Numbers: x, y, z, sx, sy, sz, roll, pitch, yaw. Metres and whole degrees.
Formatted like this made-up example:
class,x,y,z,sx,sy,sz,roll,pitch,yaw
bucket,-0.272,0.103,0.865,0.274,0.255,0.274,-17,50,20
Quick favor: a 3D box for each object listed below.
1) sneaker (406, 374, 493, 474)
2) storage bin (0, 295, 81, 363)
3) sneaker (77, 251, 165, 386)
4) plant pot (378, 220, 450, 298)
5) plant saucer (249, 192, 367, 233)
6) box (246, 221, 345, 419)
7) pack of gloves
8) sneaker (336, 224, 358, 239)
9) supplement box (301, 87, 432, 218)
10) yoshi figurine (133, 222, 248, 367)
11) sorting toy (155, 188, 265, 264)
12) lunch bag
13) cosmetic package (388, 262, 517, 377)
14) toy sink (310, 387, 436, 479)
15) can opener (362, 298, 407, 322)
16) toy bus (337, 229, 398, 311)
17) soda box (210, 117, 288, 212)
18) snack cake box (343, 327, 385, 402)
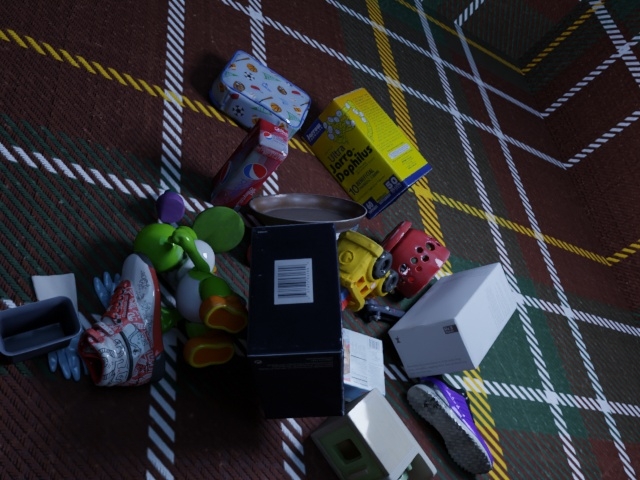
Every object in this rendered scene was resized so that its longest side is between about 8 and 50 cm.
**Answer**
class,x,y,z,sx,sy,sz,roll,pitch,yaw
sneaker,0.371,0.472,1.592,0.293,0.102,0.146,52,40,6
storage bin,-0.514,0.163,1.075,0.135,0.091,0.098,-15,68,-34
sneaker,-0.391,0.149,1.157,0.145,0.090,0.270,3,70,-44
plant pot,0.259,0.050,1.766,0.174,0.191,0.191,42,41,0
plant saucer,-0.033,-0.069,1.575,0.310,0.050,0.310,3,16,-1
box,-0.045,0.171,1.222,0.182,0.294,0.296,-3,51,1
pack of gloves,-0.448,0.158,1.186,0.195,0.046,0.232,-1,59,-42
sneaker,0.000,0.000,1.670,0.129,0.111,0.297,29,40,12
supplement box,0.149,-0.283,1.931,0.356,0.194,0.195,50,41,4
yoshi figurine,-0.295,0.084,1.251,0.203,0.203,0.362,-28,44,-10
sorting toy,-0.240,-0.044,1.499,0.365,0.127,0.126,25,22,-27
lunch bag,-0.176,-0.438,1.842,0.303,0.115,0.243,33,40,-15
cosmetic package,0.385,0.219,1.691,0.385,0.217,0.156,-34,102,-48
toy sink,0.115,0.479,1.331,0.131,0.153,0.234,-29,80,-48
can opener,0.190,0.204,1.681,0.186,0.059,0.073,18,57,-30
toy bus,0.087,0.113,1.581,0.149,0.220,0.211,25,69,32
soda box,-0.183,-0.184,1.514,0.083,0.263,0.092,22,47,-28
snack cake box,0.026,0.292,1.450,0.264,0.089,0.152,23,48,-26
